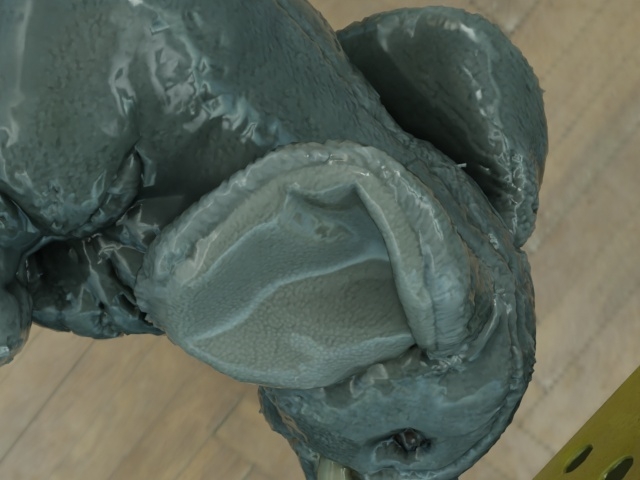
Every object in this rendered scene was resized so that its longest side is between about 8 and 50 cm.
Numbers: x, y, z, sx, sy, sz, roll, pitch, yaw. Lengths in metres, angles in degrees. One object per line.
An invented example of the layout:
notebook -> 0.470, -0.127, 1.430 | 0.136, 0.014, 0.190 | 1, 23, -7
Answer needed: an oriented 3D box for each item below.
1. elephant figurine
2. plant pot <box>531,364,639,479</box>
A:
elephant figurine -> 0.000, 0.000, 0.523 | 0.239, 0.186, 0.169 | 22, 70, 2
plant pot -> 0.177, 0.154, 0.681 | 0.212, 0.212, 0.187 | -45, 98, -7
